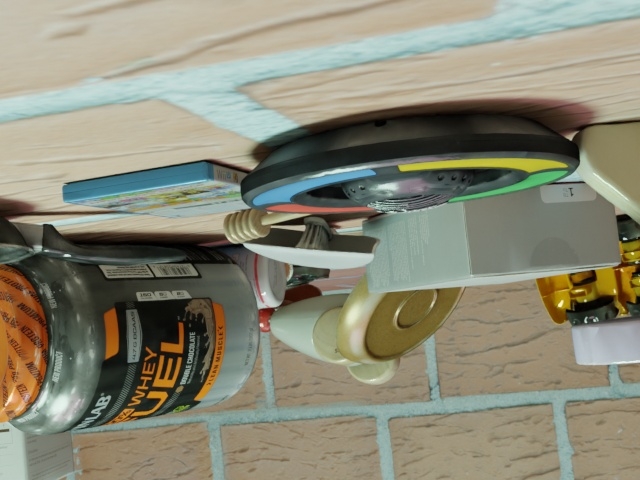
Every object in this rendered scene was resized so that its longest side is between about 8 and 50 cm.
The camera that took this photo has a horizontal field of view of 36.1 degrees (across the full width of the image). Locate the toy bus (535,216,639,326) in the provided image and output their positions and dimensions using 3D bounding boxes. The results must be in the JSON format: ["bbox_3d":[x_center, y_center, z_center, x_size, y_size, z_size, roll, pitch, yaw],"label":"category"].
[{"bbox_3d":[0.469,0.031,1.503,0.220,0.150,0.211,-13,-176,42],"label":"toy bus"}]

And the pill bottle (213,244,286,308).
[{"bbox_3d":[-0.133,0.053,1.319,0.160,0.087,0.087,-6,175,16],"label":"pill bottle"}]

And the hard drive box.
[{"bbox_3d":[0.176,0.002,1.060,0.181,0.089,0.232,-4,175,-24],"label":"hard drive box"}]

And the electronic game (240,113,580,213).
[{"bbox_3d":[0.059,-0.043,0.669,0.229,0.048,0.229,-6,175,-1],"label":"electronic game"}]

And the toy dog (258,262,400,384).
[{"bbox_3d":[-0.017,0.088,1.497,0.333,0.161,0.220,25,170,7],"label":"toy dog"}]

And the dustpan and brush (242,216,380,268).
[{"bbox_3d":[0.000,0.000,1.116,0.147,0.060,0.211,5,170,8],"label":"dustpan and brush"}]

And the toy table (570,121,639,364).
[{"bbox_3d":[0.305,-0.009,0.681,0.274,0.161,0.252,-5,175,-17],"label":"toy table"}]

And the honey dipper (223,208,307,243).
[{"bbox_3d":[-0.020,-0.026,0.900,0.160,0.031,0.030,-13,172,33],"label":"honey dipper"}]

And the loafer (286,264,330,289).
[{"bbox_3d":[-0.093,0.082,1.693,0.267,0.084,0.096,-9,174,33],"label":"loafer"}]

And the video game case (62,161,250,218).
[{"bbox_3d":[-0.102,-0.036,0.759,0.119,0.015,0.166,-7,175,20],"label":"video game case"}]

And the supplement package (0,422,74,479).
[{"bbox_3d":[-0.456,0.189,1.326,0.175,0.293,0.177,-6,175,5],"label":"supplement package"}]

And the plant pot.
[{"bbox_3d":[0.123,0.084,1.339,0.236,0.236,0.032,0,-145,-48],"label":"plant pot"}]

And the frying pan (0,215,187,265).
[{"bbox_3d":[-0.268,0.001,0.796,0.326,0.053,0.197,-6,175,-12],"label":"frying pan"}]

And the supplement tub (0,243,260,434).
[{"bbox_3d":[-0.246,0.106,1.120,0.207,0.207,0.338,-9,174,39],"label":"supplement tub"}]
